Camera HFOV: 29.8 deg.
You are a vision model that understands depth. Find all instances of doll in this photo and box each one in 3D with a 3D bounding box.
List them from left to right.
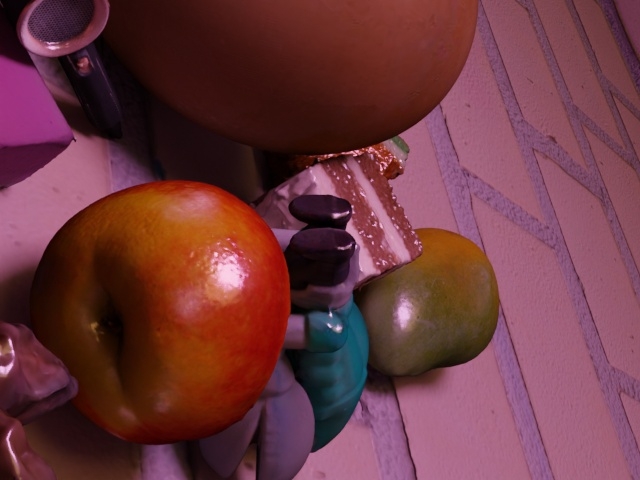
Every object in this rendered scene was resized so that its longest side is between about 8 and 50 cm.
[{"bbox_3d":[-0.035,0.068,0.971,0.195,0.153,0.258,-96,-169,-69],"label":"doll"}]

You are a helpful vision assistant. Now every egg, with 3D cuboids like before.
[{"bbox_3d":[-0.038,-0.234,1.096,0.374,0.301,0.301,14,41,-13],"label":"egg"}]

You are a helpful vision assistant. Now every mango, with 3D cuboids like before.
[{"bbox_3d":[0.106,0.069,1.296,0.251,0.114,0.156,-20,90,-51],"label":"mango"}]

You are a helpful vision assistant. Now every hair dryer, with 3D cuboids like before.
[{"bbox_3d":[-0.205,-0.163,0.968,0.128,0.070,0.255,59,-10,25],"label":"hair dryer"}]

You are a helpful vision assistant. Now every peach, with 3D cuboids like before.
[{"bbox_3d":[-0.106,0.049,0.861,0.190,0.190,0.192,61,28,6],"label":"peach"}]

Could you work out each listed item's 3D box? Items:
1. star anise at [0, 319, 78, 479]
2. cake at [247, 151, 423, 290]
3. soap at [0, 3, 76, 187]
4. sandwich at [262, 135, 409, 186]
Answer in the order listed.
[{"bbox_3d":[-0.259,0.074,0.650,0.315,0.108,0.315,43,28,-30],"label":"star anise"},{"bbox_3d":[0.000,0.000,1.146,0.134,0.135,0.147,60,26,-3],"label":"cake"},{"bbox_3d":[-0.304,-0.156,0.843,0.259,0.081,0.181,61,26,6],"label":"soap"},{"bbox_3d":[0.030,-0.080,1.315,0.185,0.109,0.160,31,35,-43],"label":"sandwich"}]
